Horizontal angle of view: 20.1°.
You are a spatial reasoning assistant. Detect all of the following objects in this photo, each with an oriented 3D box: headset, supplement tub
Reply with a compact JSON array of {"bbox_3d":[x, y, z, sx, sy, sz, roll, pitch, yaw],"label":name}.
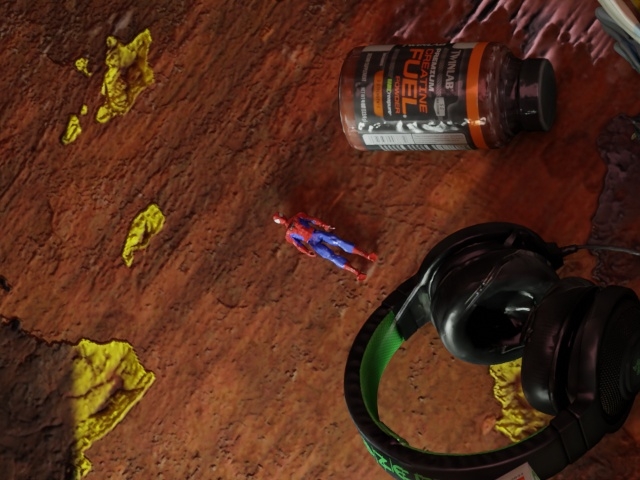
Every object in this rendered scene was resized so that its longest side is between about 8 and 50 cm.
[{"bbox_3d":[0.191,0.053,1.615,0.394,0.185,0.243,-39,46,-17],"label":"headset"},{"bbox_3d":[0.123,-0.139,1.741,0.198,0.106,0.106,0,80,20],"label":"supplement tub"}]

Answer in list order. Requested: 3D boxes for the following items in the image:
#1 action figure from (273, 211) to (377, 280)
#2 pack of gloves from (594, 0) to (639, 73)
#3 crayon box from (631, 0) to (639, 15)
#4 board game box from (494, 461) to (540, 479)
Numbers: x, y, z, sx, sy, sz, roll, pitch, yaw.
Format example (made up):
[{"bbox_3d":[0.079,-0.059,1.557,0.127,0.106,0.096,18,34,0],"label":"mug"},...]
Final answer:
[{"bbox_3d":[0.000,0.000,1.804,0.115,0.030,0.038,29,96,25],"label":"action figure"},{"bbox_3d":[0.319,-0.153,1.623,0.046,0.195,0.232,-35,70,5],"label":"pack of gloves"},{"bbox_3d":[0.370,-0.360,1.637,0.323,0.203,0.083,-45,68,7],"label":"crayon box"},{"bbox_3d":[0.176,0.357,1.560,0.193,0.053,0.305,-31,110,12],"label":"board game box"}]
